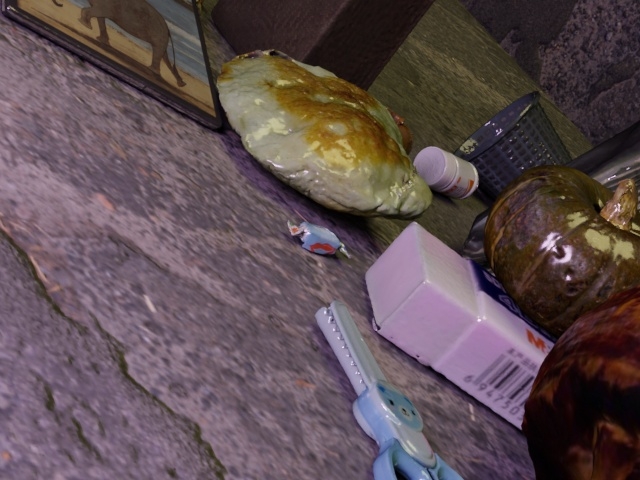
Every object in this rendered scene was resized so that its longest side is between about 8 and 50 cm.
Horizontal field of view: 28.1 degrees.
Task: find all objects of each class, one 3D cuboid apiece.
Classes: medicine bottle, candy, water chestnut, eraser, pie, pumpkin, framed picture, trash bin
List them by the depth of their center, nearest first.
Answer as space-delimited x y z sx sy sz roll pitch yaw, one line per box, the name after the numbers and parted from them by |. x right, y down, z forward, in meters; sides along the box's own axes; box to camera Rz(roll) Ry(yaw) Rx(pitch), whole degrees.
0.301 0.203 1.040 0.302 0.350 0.350 -28 64 -26 | water chestnut
0.000 0.001 1.239 0.083 0.020 0.030 21 26 -46 | candy
0.181 0.109 1.253 0.287 0.086 0.130 35 19 -18 | eraser
0.268 0.010 1.270 0.219 0.162 0.219 32 18 -12 | pumpkin
-0.227 -0.283 1.341 0.265 0.016 0.347 28 33 -36 | framed picture
-0.001 -0.113 1.391 0.257 0.105 0.274 28 22 -17 | pie
0.172 -0.092 1.752 0.089 0.057 0.057 19 28 -52 | medicine bottle
0.310 -0.114 1.946 0.161 0.175 0.175 49 17 -9 | trash bin

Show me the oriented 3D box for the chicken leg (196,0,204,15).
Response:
-0.156 -0.326 1.609 0.093 0.070 0.178 17 32 -14 | chicken leg

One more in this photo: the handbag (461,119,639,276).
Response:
0.352 0.012 1.487 0.240 0.340 0.247 60 13 -2 | handbag

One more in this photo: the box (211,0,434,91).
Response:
0.016 -0.315 1.605 0.143 0.273 0.184 14 31 -49 | box

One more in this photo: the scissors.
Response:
0.056 0.141 1.011 0.125 0.030 0.256 26 25 -43 | scissors
